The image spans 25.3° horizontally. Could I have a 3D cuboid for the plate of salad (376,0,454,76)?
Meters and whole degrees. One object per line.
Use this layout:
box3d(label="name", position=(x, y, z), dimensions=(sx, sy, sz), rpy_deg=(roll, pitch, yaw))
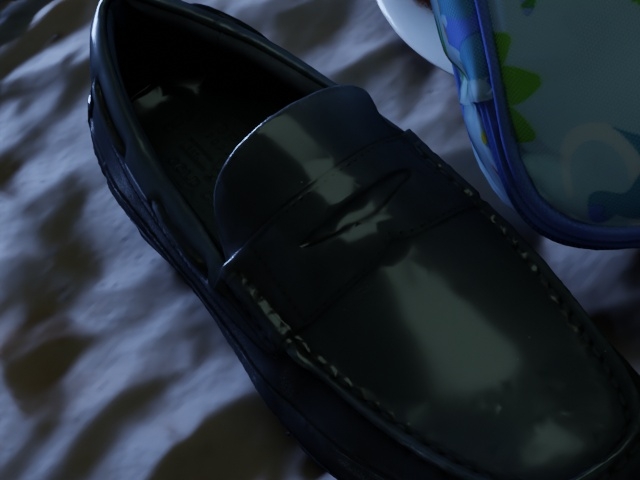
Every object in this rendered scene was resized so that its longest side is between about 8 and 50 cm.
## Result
box3d(label="plate of salad", position=(0.112, -0.118, 0.478), dimensions=(0.200, 0.048, 0.199), rpy_deg=(-9, 45, 9))

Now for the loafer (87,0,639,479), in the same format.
box3d(label="loafer", position=(0.000, 0.000, 0.378), dimensions=(0.076, 0.078, 0.223), rpy_deg=(-35, 47, -16))

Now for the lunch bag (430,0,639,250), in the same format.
box3d(label="lunch bag", position=(0.106, -0.117, 0.363), dimensions=(0.176, 0.219, 0.090), rpy_deg=(-12, 4, 3))
